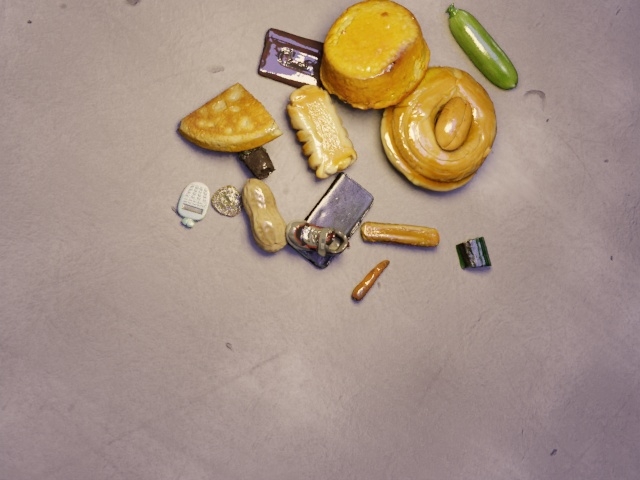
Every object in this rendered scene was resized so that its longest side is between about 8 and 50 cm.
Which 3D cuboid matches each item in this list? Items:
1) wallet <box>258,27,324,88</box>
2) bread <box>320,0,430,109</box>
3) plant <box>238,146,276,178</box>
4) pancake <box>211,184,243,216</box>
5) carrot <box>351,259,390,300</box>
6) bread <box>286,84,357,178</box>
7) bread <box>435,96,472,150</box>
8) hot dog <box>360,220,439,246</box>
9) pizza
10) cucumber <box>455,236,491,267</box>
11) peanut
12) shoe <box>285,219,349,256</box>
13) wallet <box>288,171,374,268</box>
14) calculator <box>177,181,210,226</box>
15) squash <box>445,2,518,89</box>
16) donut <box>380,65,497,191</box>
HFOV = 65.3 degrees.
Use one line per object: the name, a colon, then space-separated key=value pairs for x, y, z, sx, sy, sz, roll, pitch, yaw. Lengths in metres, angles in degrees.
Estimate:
wallet: x=-0.090 y=-0.624 z=1.726 sx=0.229 sy=0.049 sz=0.182 roll=14 pitch=87 yaw=-11
bread: x=0.177 y=-0.609 z=1.621 sx=0.337 sy=0.204 sz=0.358 roll=38 pitch=80 yaw=14
plant: x=-0.211 y=-0.272 z=1.647 sx=0.092 sy=0.094 sz=0.143 roll=-41 pitch=73 yaw=23
pancake: x=-0.307 y=-0.129 z=1.662 sx=0.108 sy=0.017 sz=0.108 roll=0 pitch=90 yaw=-13
carrot: x=0.177 y=0.134 z=1.751 sx=0.047 sy=0.047 sz=0.191 roll=43 pitch=73 yaw=-8
bread: x=-0.002 y=-0.372 z=1.693 sx=0.173 sy=0.121 sz=0.311 roll=-24 pitch=93 yaw=-17
bread: x=0.439 y=-0.383 z=1.623 sx=0.114 sy=0.077 sz=0.189 roll=22 pitch=85 yaw=-9
hot dog: x=0.281 y=-0.018 z=1.770 sx=0.289 sy=0.068 sz=0.083 roll=6 pitch=63 yaw=-9
pizza: x=-0.294 y=-0.354 z=1.599 sx=0.268 sy=0.087 sz=0.258 roll=-34 pitch=61 yaw=-9
cucumber: x=0.570 y=0.050 z=1.837 sx=0.116 sy=0.062 sz=0.115 roll=-14 pitch=86 yaw=-15
peanut: x=-0.185 y=-0.084 z=1.634 sx=0.123 sy=0.123 sz=0.257 roll=-21 pitch=94 yaw=-13
shoe: x=0.000 y=-0.001 z=1.623 sx=0.227 sy=0.125 sz=0.099 roll=14 pitch=91 yaw=-25
wallet: x=0.041 y=-0.067 z=1.725 sx=0.172 sy=0.045 sz=0.318 roll=37 pitch=82 yaw=-10
calculator: x=-0.414 y=-0.119 z=1.634 sx=0.095 sy=0.021 sz=0.153 roll=16 pitch=83 yaw=-12
squash: x=0.601 y=-0.714 z=1.862 sx=0.107 sy=0.107 sz=0.395 roll=-44 pitch=98 yaw=-12
donut: x=0.422 y=-0.395 z=1.757 sx=0.449 sy=0.198 sz=0.449 roll=0 pitch=88 yaw=-15
